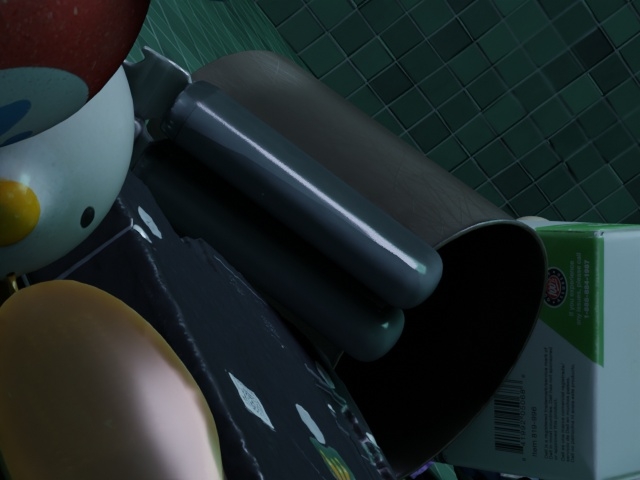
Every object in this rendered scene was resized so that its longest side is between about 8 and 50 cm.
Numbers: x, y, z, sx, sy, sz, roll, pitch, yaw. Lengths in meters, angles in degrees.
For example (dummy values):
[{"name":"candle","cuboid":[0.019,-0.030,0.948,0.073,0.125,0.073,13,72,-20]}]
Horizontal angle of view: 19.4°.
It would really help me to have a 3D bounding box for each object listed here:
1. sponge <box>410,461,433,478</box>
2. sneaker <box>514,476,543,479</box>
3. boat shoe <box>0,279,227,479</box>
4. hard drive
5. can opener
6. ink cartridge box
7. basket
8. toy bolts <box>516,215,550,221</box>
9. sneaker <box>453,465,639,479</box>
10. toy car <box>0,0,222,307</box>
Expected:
[{"name":"sponge","cuboid":[0.030,0.088,1.413,0.117,0.031,0.210,52,6,-20]},{"name":"sneaker","cuboid":[0.168,0.265,1.081,0.257,0.169,0.447,45,-2,5]},{"name":"boat shoe","cuboid":[-0.056,0.110,0.600,0.207,0.073,0.073,61,-28,29]},{"name":"hard drive","cuboid":[-0.007,0.131,0.799,0.237,0.064,0.339,45,10,-49]},{"name":"can opener","cuboid":[-0.070,-0.037,0.939,0.280,0.074,0.093,35,26,0]},{"name":"ink cartridge box","cuboid":[0.112,0.062,1.165,0.087,0.208,0.153,-4,96,-46]},{"name":"basket","cuboid":[0.000,0.000,1.108,0.154,0.204,0.227,-8,44,-39]},{"name":"toy bolts","cuboid":[0.110,0.023,1.572,0.218,0.158,0.228,50,-6,-6]},{"name":"sneaker","cuboid":[0.217,0.205,1.395,0.315,0.127,0.182,35,-18,19]},{"name":"toy car","cuboid":[-0.118,-0.053,0.635,0.210,0.219,0.238,-118,-162,-52]}]
